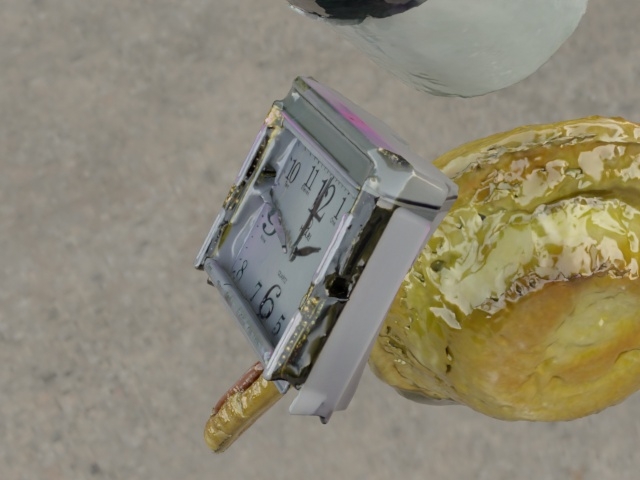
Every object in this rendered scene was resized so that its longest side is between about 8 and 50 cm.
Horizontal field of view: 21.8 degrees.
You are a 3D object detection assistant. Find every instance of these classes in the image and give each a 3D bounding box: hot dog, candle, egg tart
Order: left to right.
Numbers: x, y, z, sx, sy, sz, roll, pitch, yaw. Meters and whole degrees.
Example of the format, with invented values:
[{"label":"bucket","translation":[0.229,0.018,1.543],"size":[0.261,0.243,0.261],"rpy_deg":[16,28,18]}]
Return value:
[{"label":"hot dog","translation":[-0.066,0.158,1.735],"size":[0.047,0.215,0.066],"rpy_deg":[44,44,0]},{"label":"candle","translation":[0.083,-0.232,1.261],"size":[0.221,0.342,0.221],"rpy_deg":[-12,66,29]},{"label":"egg tart","translation":[0.248,0.064,1.737],"size":[0.443,0.443,0.178],"rpy_deg":[-16,46,4]}]

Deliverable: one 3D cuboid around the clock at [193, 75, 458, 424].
[{"label":"clock","translation":[0.000,0.000,1.188],"size":[0.186,0.083,0.253],"rpy_deg":[-62,25,11]}]
